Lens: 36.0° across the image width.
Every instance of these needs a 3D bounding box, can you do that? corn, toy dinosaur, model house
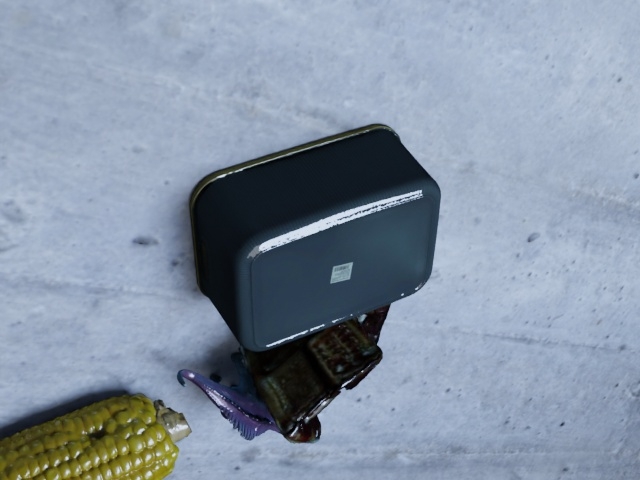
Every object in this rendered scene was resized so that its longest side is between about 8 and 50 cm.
[{"bbox_3d":[-0.236,0.204,0.855,0.261,0.097,0.097,-18,136,-20],"label":"corn"},{"bbox_3d":[-0.074,0.150,0.931,0.045,0.080,0.197,-42,139,9],"label":"toy dinosaur"},{"bbox_3d":[0.011,0.103,0.910,0.152,0.165,0.106,-43,122,4],"label":"model house"}]

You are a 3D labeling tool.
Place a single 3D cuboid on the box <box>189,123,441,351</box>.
[{"bbox_3d":[0.000,0.000,0.838,0.201,0.090,0.144,-18,135,-21],"label":"box"}]
